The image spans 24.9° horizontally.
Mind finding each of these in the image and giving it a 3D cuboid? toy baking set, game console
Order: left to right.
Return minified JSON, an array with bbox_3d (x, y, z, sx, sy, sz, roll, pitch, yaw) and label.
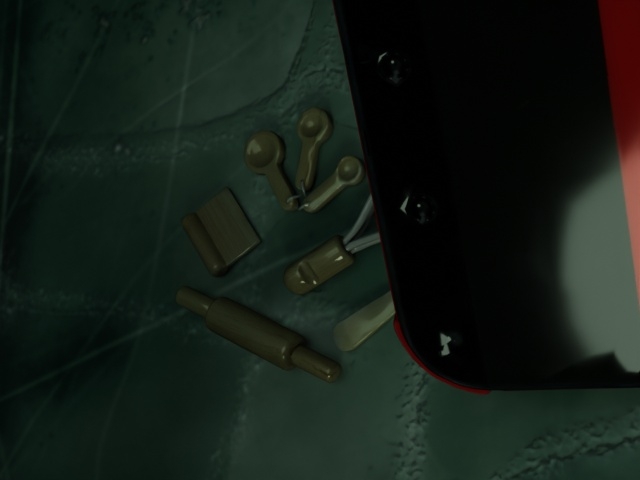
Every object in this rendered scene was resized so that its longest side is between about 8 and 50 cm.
[{"bbox_3d":[-0.004,0.006,1.108,0.256,0.030,0.196,30,95,32],"label":"toy baking set"},{"bbox_3d":[0.183,-0.083,0.869,0.342,0.060,0.386,-5,114,19],"label":"game console"}]
